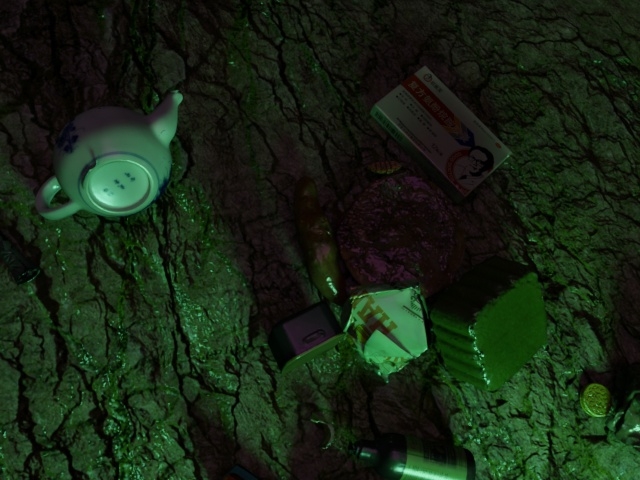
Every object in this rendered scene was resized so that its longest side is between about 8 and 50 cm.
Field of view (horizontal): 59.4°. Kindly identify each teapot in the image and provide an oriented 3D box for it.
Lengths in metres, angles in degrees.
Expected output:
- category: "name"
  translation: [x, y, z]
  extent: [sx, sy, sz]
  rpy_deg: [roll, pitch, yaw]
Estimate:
- category: "teapot"
  translation: [-0.478, -0.193, 1.288]
  extent: [0.424, 0.252, 0.280]
  rpy_deg: [-35, 45, 3]

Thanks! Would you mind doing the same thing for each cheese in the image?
- category: "cheese"
  translation: [0.006, 0.421, 1.259]
  extent: [0.041, 0.060, 0.084]
  rpy_deg: [-20, 72, -11]

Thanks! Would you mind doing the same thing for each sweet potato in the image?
- category: "sweet potato"
  translation: [-0.007, 0.004, 1.372]
  extent: [0.106, 0.095, 0.354]
  rpy_deg: [-3, 71, -55]

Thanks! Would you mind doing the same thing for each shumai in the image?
- category: "shumai"
  translation: [0.788, 0.407, 1.379]
  extent: [0.185, 0.218, 0.184]
  rpy_deg: [-31, 109, 20]

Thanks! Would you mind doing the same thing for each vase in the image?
- category: "vase"
  translation: [-0.703, 0.020, 1.255]
  extent: [0.059, 0.059, 0.167]
  rpy_deg: [-39, 83, -20]

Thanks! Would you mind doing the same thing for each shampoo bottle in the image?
- category: "shampoo bottle"
  translation: [0.197, 0.489, 1.250]
  extent: [0.284, 0.101, 0.101]
  rpy_deg: [14, 70, -6]

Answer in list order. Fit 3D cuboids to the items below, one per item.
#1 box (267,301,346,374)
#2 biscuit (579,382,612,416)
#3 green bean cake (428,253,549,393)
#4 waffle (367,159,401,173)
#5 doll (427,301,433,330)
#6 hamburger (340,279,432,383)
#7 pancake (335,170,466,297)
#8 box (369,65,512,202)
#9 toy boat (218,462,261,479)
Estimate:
- category: "box"
  translation: [-0.037, 0.216, 1.245]
  extent: [0.145, 0.201, 0.090]
  rpy_deg: [-24, 74, -16]
- category: "biscuit"
  translation: [0.695, 0.402, 1.415]
  extent: [0.084, 0.023, 0.084]
  rpy_deg: [4, 70, -11]
- category: "green bean cake"
  translation: [0.397, 0.191, 1.315]
  extent: [0.250, 0.156, 0.246]
  rpy_deg: [-36, 119, -24]
- category: "waffle"
  translation: [0.174, -0.197, 1.496]
  extent: [0.085, 0.016, 0.078]
  rpy_deg: [-23, 33, -26]
- category: "doll"
  translation: [0.284, 0.189, 1.384]
  extent: [0.195, 0.070, 0.095]
  rpy_deg: [-15, 90, -8]
- category: "hamburger"
  translation: [0.155, 0.208, 1.308]
  extent: [0.214, 0.125, 0.235]
  rpy_deg: [-13, 95, 20]
- category: "pancake"
  translation: [0.210, -0.007, 1.437]
  extent: [0.356, 0.065, 0.356]
  rpy_deg: [4, 67, -8]
- category: "box"
  translation: [0.333, -0.298, 1.558]
  extent: [0.214, 0.069, 0.353]
  rpy_deg: [-40, 85, -20]
- category: "toy boat"
  translation: [-0.059, 0.622, 1.158]
  extent: [0.392, 0.136, 0.079]
  rpy_deg: [42, 38, 5]
